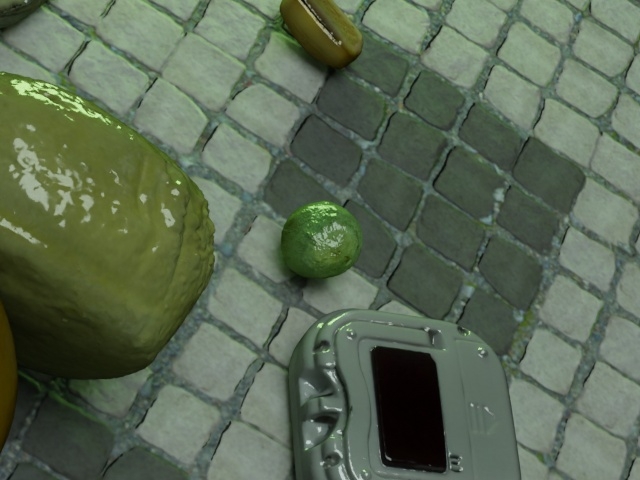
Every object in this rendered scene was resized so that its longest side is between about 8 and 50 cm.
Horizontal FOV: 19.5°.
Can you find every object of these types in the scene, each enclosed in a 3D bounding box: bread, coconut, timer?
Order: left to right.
[{"bbox_3d":[-0.254,-0.022,1.709,0.320,0.320,0.237,25,66,-12],"label":"bread"},{"bbox_3d":[-0.004,-0.247,2.161,0.115,0.056,0.082,48,28,-13],"label":"bread"},{"bbox_3d":[0.000,0.000,1.980,0.087,0.096,0.088,-3,98,-25],"label":"coconut"},{"bbox_3d":[0.089,0.192,1.894,0.237,0.087,0.262,10,54,-23],"label":"timer"}]

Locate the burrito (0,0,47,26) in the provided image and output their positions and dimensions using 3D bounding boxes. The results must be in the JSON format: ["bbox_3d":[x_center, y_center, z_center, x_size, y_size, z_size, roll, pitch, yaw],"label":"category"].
[{"bbox_3d":[-0.360,-0.244,1.960,0.063,0.058,0.229,47,50,10],"label":"burrito"}]

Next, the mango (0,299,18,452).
[{"bbox_3d":[-0.454,0.068,1.524,0.445,0.232,0.300,37,79,6],"label":"mango"}]
